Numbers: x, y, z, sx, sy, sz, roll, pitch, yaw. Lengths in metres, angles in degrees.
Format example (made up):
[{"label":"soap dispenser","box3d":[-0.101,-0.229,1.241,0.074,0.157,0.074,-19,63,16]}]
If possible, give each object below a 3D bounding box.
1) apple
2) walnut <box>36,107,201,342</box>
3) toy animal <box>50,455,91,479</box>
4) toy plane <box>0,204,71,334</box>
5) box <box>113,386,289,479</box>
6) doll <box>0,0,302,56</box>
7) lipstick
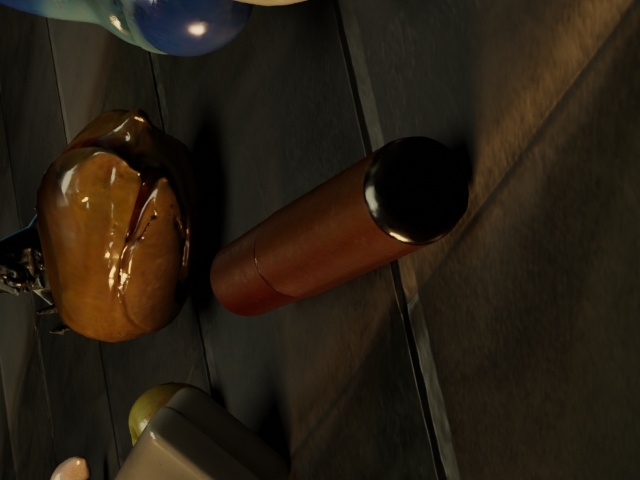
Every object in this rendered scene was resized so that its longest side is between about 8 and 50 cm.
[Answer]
[{"label":"apple","box3d":[-0.115,0.154,1.458,0.084,0.071,0.084,172,90,-75]},{"label":"walnut","box3d":[-0.156,-0.010,1.431,0.245,0.137,0.137,95,161,-43]},{"label":"toy animal","box3d":[-0.299,0.330,2.076,0.212,0.124,0.124,97,159,-48]},{"label":"toy plane","box3d":[-0.230,0.015,1.531,0.078,0.246,0.169,13,111,33]},{"label":"box","box3d":[-0.101,0.191,1.356,0.103,0.055,0.243,38,150,3]},{"label":"doll","box3d":[-0.090,-0.244,1.090,0.365,0.187,0.376,135,150,-59]},{"label":"lipstick","box3d":[0.000,0.000,1.039,0.357,0.057,0.057,150,113,-72]}]
